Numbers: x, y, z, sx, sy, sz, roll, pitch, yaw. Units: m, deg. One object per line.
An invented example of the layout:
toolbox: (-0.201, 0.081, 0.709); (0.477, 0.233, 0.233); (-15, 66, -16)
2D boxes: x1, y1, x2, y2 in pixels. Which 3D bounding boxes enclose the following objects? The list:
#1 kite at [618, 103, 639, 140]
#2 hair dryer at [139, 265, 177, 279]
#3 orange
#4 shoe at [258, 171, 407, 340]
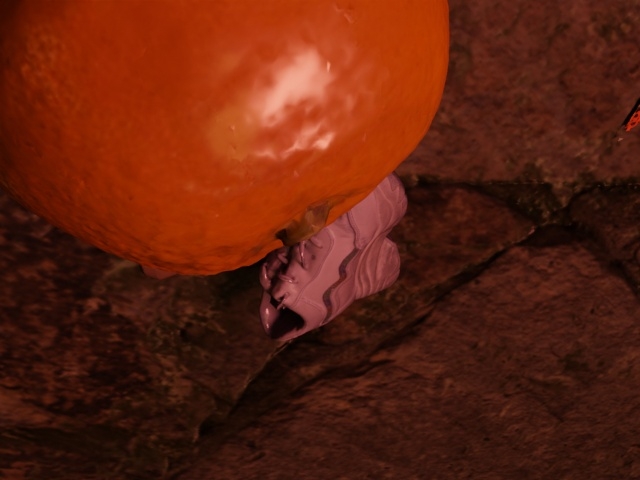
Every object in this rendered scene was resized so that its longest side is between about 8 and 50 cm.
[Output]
kite: (0.370, -0.183, 1.283); (0.222, 0.008, 0.125); (-29, 146, 5)
hair dryer: (-0.111, -0.050, 1.107); (0.117, 0.064, 0.182); (-19, 138, -7)
orange: (-0.076, -0.129, 0.807); (0.312, 0.312, 0.312); (-18, 145, -13)
shoe: (0.000, 0.000, 1.180); (0.137, 0.095, 0.245); (-39, 156, -19)
